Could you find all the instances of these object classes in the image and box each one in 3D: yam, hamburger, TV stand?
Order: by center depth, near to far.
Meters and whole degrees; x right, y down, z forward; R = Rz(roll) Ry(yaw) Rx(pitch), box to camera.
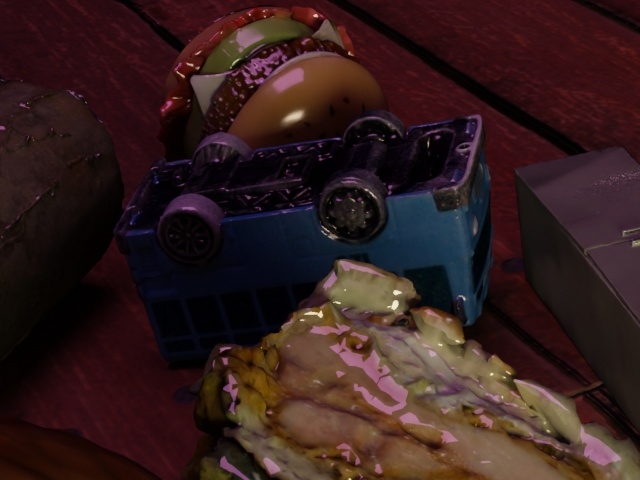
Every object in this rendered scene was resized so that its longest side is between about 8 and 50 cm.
[{"bbox_3d":[0.046,0.150,0.880,0.288,0.192,0.168,36,53,22],"label":"hamburger"},{"bbox_3d":[0.199,0.034,1.141,0.083,0.088,0.269,-14,28,-8],"label":"TV stand"},{"bbox_3d":[-0.262,0.017,1.248,0.168,0.168,0.304,4,31,26],"label":"yam"},{"bbox_3d":[-0.023,-0.083,1.377,0.175,0.175,0.137,-22,42,-22],"label":"hamburger"}]

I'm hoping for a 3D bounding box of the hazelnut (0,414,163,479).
[{"bbox_3d":[-0.171,0.240,0.587,0.421,0.352,0.421,-19,33,13],"label":"hazelnut"}]

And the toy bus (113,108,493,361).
[{"bbox_3d":[0.000,0.000,1.224,0.234,0.133,0.116,-7,27,17],"label":"toy bus"}]
